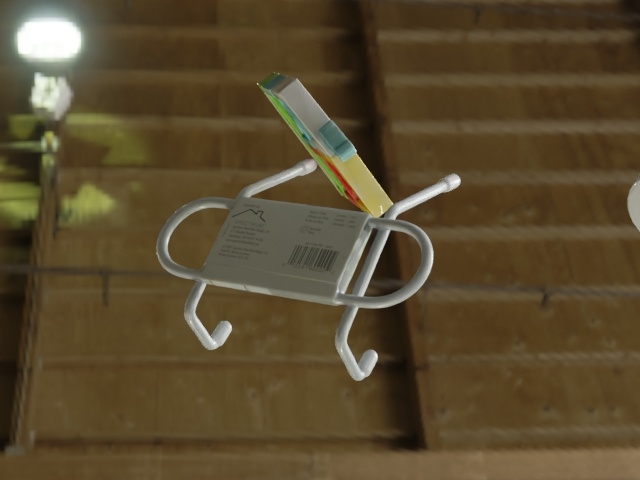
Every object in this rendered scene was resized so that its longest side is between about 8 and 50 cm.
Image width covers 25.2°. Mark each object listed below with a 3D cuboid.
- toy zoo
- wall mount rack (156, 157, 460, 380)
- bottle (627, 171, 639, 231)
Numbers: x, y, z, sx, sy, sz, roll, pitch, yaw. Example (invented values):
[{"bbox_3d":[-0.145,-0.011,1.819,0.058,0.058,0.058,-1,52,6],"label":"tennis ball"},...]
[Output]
[{"bbox_3d":[0.004,-0.121,1.774,0.030,0.192,0.293,-38,-167,-1],"label":"toy zoo"},{"bbox_3d":[0.000,0.000,1.660,0.350,0.130,0.304,9,-121,29],"label":"wall mount rack"},{"bbox_3d":[0.307,-0.100,1.063,0.092,0.118,0.283,-3,-146,39],"label":"bottle"}]
